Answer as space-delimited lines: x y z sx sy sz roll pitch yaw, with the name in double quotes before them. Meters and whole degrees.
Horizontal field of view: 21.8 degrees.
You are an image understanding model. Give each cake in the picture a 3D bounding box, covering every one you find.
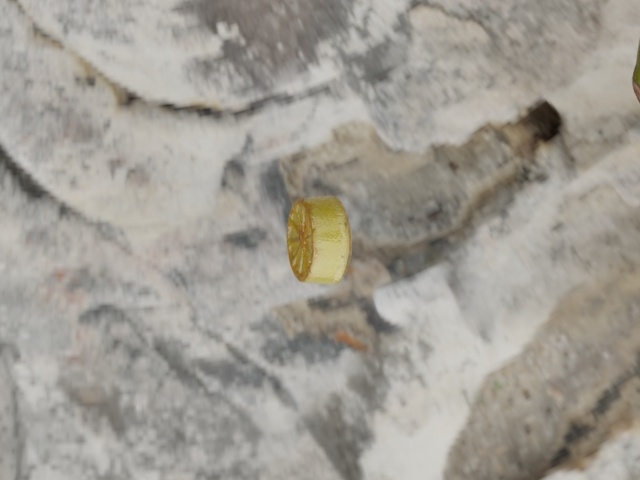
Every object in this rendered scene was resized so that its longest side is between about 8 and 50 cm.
"cake" 0.000 0.000 1.513 0.044 0.084 0.084 -3 115 -18

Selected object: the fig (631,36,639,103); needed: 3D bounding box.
"fig" 0.183 -0.093 0.778 0.088 0.074 0.074 -42 113 11
